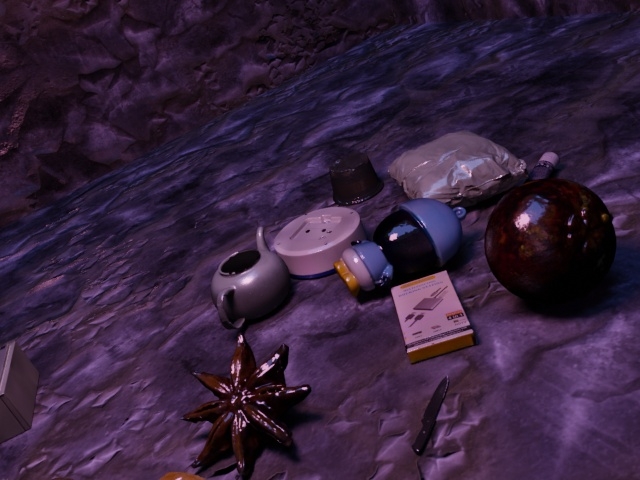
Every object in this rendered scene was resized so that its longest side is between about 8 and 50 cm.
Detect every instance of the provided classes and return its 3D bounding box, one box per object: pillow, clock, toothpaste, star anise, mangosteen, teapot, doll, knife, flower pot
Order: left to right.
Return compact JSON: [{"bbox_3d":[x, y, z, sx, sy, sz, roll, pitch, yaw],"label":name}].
[{"bbox_3d":[-0.169,0.096,1.486,0.193,0.129,0.294,-9,29,24],"label":"teapot"},{"bbox_3d":[-0.128,0.298,1.135,0.272,0.102,0.272,-15,53,21],"label":"star anise"},{"bbox_3d":[0.000,0.000,1.593,0.230,0.083,0.230,-14,26,7],"label":"clock"},{"bbox_3d":[0.095,-0.186,1.838,0.157,0.106,0.157,-17,26,8],"label":"flower pot"},{"bbox_3d":[0.183,0.009,1.380,0.314,0.141,0.177,-29,46,-5],"label":"doll"},{"bbox_3d":[0.182,0.279,1.031,0.023,0.010,0.170,3,34,30],"label":"knife"},{"bbox_3d":[0.328,-0.175,1.612,0.283,0.138,0.310,-24,30,-4],"label":"pillow"},{"bbox_3d":[0.518,-0.141,1.523,0.071,0.045,0.193,-4,37,47],"label":"toothpaste"},{"bbox_3d":[0.407,0.007,1.178,0.231,0.231,0.289,-26,-5,-9],"label":"mangosteen"}]

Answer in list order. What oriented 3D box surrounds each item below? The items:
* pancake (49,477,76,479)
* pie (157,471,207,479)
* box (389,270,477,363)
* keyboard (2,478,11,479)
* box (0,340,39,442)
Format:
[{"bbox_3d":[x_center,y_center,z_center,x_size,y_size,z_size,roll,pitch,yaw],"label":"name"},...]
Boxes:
[{"bbox_3d":[-0.509,0.523,1.061,0.288,0.033,0.286,-37,32,-27],"label":"pancake"},{"bbox_3d":[-0.245,0.485,0.892,0.339,0.083,0.339,-15,29,8],"label":"pie"},{"bbox_3d":[0.211,0.137,1.241,0.129,0.033,0.247,-19,27,6],"label":"box"},{"bbox_3d":[-0.625,0.513,1.155,0.055,0.017,0.166,-40,18,28],"label":"keyboard"},{"bbox_3d":[-0.787,0.372,1.441,0.225,0.117,0.225,-26,27,-8],"label":"box"}]
